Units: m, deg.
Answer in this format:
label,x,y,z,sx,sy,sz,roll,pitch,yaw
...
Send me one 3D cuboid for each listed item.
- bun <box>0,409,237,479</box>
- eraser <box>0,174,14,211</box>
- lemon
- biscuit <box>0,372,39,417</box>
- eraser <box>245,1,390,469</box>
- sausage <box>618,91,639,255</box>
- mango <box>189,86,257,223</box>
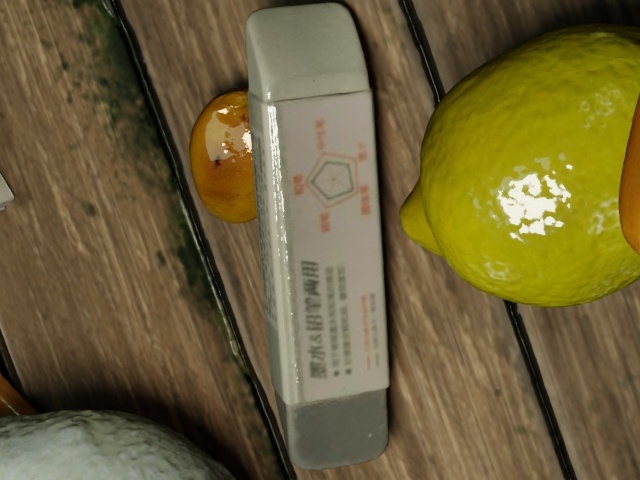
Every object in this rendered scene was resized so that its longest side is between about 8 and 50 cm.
label,x,y,z,sx,sy,sz,roll,pitch,yaw
bun,-0.176,0.297,1.609,0.362,0.211,0.362,6,107,20
eraser,-0.320,-0.024,1.705,0.122,0.029,0.052,-36,86,34
lemon,0.170,-0.052,1.313,0.248,0.184,0.184,-29,90,15
biscuit,-0.330,0.158,1.765,0.280,0.043,0.183,19,118,19
eraser,0.000,0.000,1.482,0.061,0.089,0.352,-141,46,-67
sausage,0.250,-0.106,1.199,0.105,0.105,0.274,7,72,29
mango,-0.062,-0.064,1.521,0.080,0.060,0.114,23,115,5
